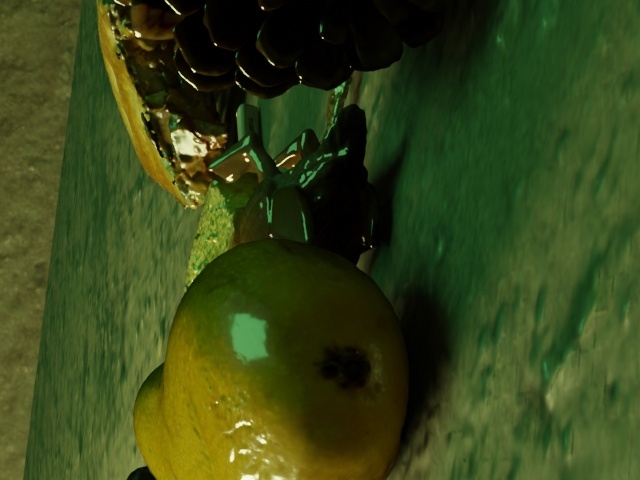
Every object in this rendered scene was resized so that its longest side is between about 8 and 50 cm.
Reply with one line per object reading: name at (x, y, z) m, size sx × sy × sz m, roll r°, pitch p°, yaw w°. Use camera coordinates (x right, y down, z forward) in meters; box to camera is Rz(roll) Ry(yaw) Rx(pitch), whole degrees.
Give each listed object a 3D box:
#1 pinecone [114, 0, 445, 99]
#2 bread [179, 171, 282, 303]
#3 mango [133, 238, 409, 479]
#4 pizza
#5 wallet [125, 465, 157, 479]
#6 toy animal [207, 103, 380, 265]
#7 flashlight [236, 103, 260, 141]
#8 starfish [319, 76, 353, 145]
pinecone at (-0.017, -0.199, 1.116) m, size 0.292 × 0.246 × 0.246 m, roll 38°, pitch 120°, yaw 55°
bread at (-0.069, 0.030, 1.492) m, size 0.103 × 0.065 × 0.187 m, roll -105°, pitch 25°, yaw -46°
mango at (-0.030, 0.098, 1.139) m, size 0.177 × 0.120 × 0.295 m, roll 67°, pitch 157°, yaw 11°
pizza at (-0.137, -0.122, 1.743) m, size 0.289 × 0.081 × 0.228 m, roll 83°, pitch 162°, yaw -56°
wallet at (-0.179, 0.307, 1.800) m, size 0.245 × 0.052 × 0.168 m, roll 140°, pitch 136°, yaw -76°
toy animal at (0.000, 0.000, 1.211) m, size 0.188 × 0.089 × 0.179 m, roll -58°, pitch 46°, yaw 52°
flashlight at (-0.062, -0.084, 1.605) m, size 0.083 × 0.018 × 0.018 m, roll -96°, pitch 20°, yaw -45°
starfish at (0.005, -0.209, 1.362) m, size 0.231 × 0.048 × 0.295 m, roll 3°, pitch 88°, yaw 65°
